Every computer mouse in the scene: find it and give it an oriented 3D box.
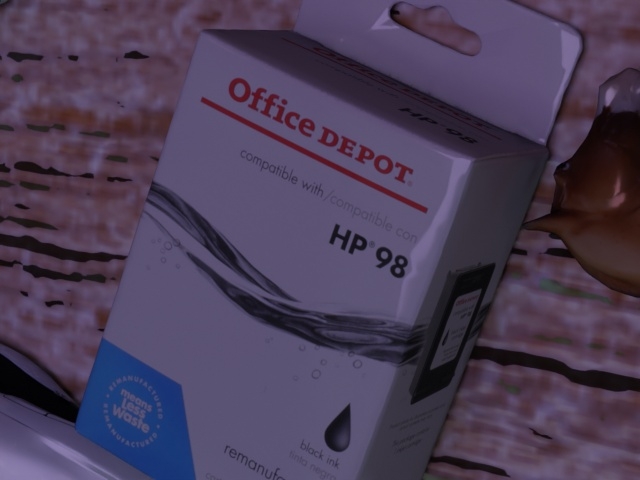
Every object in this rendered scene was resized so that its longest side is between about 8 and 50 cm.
[{"bbox_3d":[-0.090,0.102,0.649,0.193,0.042,0.106,30,111,23],"label":"computer mouse"}]

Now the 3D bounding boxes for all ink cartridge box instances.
[{"bbox_3d":[0.000,0.000,0.575,0.104,0.060,0.180,27,109,25],"label":"ink cartridge box"}]

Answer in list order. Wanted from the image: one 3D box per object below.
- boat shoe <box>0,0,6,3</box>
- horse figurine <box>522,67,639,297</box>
[{"bbox_3d":[-0.151,-0.227,0.607,0.108,0.102,0.301,9,101,28],"label":"boat shoe"},{"bbox_3d":[0.187,-0.025,0.465,0.263,0.066,0.174,27,103,26],"label":"horse figurine"}]
